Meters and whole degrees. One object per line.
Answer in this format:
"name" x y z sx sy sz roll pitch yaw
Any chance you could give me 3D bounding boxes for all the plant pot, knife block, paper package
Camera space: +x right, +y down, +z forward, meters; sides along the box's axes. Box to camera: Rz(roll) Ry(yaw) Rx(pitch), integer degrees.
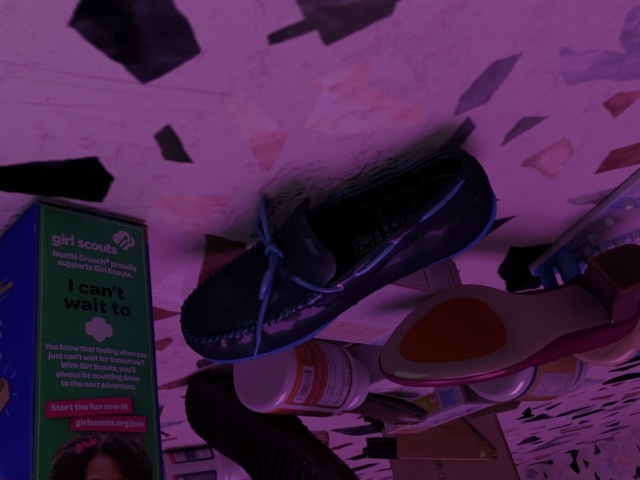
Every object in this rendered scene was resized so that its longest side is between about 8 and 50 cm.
"plant pot" 0.365 0.320 1.369 0.109 0.096 0.109 -13 152 2
"knife block" 0.231 0.476 1.460 0.242 0.275 0.088 -49 145 4
"paper package" 0.352 0.609 1.656 0.309 0.325 0.168 -20 152 10

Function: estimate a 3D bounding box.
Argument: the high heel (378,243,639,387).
"high heel" 0.251 0.132 0.811 0.376 0.127 0.181 -15 142 -8

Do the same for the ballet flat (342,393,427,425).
"ballet flat" 0.070 0.304 1.147 0.249 0.058 0.084 7 174 22

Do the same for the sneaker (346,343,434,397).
"sneaker" 0.182 0.201 1.078 0.292 0.108 0.169 -21 154 35

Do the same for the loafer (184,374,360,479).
"loafer" -0.060 0.312 1.002 0.130 0.365 0.134 -16 128 -47

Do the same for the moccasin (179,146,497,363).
"moccasin" 0.000 0.000 0.624 0.341 0.138 0.117 -31 146 4

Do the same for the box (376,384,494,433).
"box" 0.221 0.303 1.258 0.103 0.114 0.203 13 143 -42

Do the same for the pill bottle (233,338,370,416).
"pill bottle" -0.021 0.210 0.978 0.121 0.121 0.216 -30 148 29

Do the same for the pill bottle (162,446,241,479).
"pill bottle" -0.288 0.553 1.508 0.180 0.108 0.108 2 149 -24

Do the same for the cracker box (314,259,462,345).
"cracker box" 0.056 0.069 0.809 0.232 0.067 0.155 15 140 -41

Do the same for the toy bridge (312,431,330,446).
"toy bridge" -0.013 0.523 1.657 0.063 0.026 0.188 -23 151 13

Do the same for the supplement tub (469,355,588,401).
"supplement tub" 0.362 0.210 1.115 0.199 0.145 0.144 9 145 -36

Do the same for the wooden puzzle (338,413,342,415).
"wooden puzzle" 0.043 0.386 1.435 0.078 0.014 0.116 -31 152 29

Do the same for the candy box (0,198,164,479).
"candy box" -0.270 0.166 0.583 0.268 0.317 0.122 -32 148 34

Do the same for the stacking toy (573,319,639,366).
"stacking toy" 0.541 0.145 1.109 0.141 0.141 0.330 -34 152 34

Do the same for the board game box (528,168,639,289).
"board game box" 0.542 -0.040 0.833 0.389 0.050 0.390 -2 150 -20
